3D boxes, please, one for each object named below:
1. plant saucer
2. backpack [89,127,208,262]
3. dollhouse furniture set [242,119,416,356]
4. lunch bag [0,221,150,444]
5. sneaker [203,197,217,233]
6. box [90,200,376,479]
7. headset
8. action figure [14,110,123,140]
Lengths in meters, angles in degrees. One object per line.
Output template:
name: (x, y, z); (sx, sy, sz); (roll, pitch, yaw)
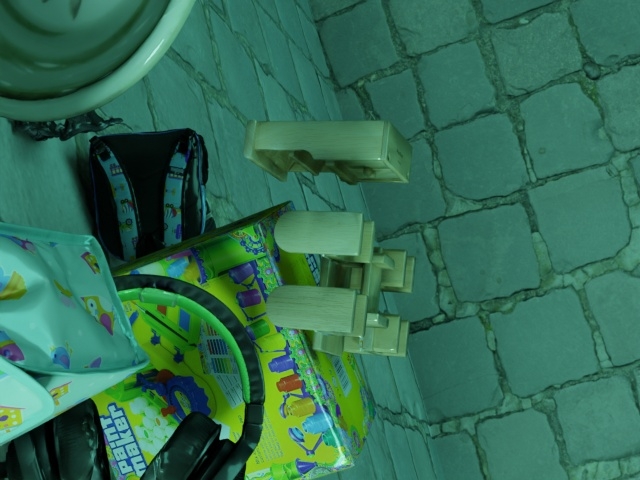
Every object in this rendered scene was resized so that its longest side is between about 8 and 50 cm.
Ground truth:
plant saucer: (-0.263, -0.319, 1.070); (0.100, 0.400, 0.401); (-1, 71, -66)
backpack: (-0.225, -0.056, 1.390); (0.117, 0.158, 0.173); (133, -49, -86)
dollhouse furniture set: (0.000, 0.000, 1.127); (0.212, 0.160, 0.242); (32, 62, -67)
lunch bag: (-0.290, 0.093, 0.778); (0.160, 0.223, 0.262); (64, 13, 8)
sneaker: (-0.199, 0.007, 1.559); (0.110, 0.107, 0.275); (-127, -164, -68)
box: (-0.123, 0.143, 1.227); (0.177, 0.279, 0.290); (-44, 114, -74)
headset: (-0.183, 0.224, 0.979); (0.185, 0.243, 0.394); (127, -28, -77)
action figure: (-0.335, -0.261, 1.251); (0.141, 0.164, 0.276); (-36, 116, -56)
